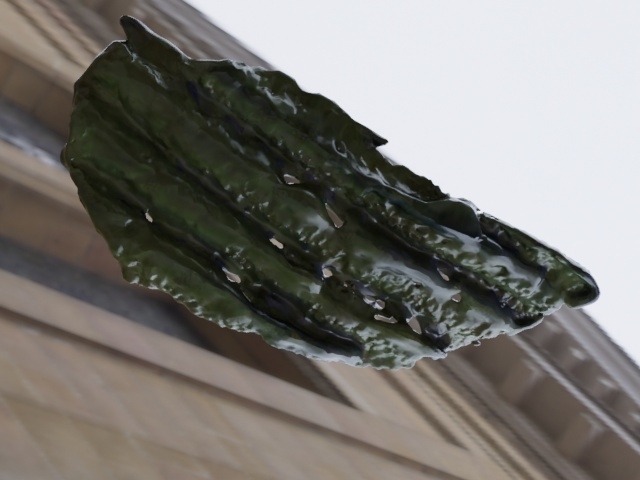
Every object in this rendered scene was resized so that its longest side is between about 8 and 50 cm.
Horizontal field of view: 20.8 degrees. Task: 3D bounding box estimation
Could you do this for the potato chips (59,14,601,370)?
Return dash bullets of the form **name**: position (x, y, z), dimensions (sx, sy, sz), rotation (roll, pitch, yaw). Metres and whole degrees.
- **potato chips**: position (0.000, 0.000, 0.627), dimensions (0.092, 0.207, 0.028), rotation (-61, -163, -1)
